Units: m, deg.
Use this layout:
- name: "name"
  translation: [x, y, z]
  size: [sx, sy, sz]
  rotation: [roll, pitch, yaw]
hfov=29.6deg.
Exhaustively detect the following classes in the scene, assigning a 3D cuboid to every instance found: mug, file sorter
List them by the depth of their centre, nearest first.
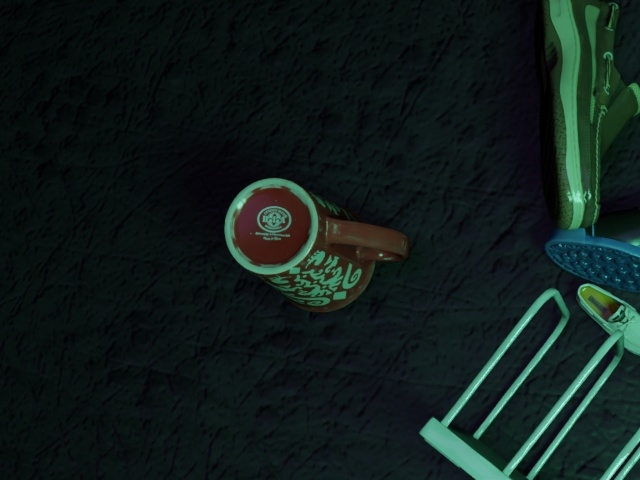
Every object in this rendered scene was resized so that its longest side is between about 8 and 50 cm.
- name: "file sorter"
  translation: [0.259, 0.191, 1.039]
  size: [0.277, 0.193, 0.173]
  rotation: [37, 89, 20]
- name: "mug"
  translation: [-0.006, -0.007, 1.170]
  size: [0.150, 0.169, 0.113]
  rotation: [-30, 71, 10]

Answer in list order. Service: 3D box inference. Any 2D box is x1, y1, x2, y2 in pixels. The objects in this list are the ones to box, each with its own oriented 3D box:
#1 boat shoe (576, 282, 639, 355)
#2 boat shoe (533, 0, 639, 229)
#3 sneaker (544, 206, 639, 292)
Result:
- name: "boat shoe"
  translation: [0.281, 0.074, 1.136]
  size: [0.100, 0.035, 0.035]
  rotation: [42, 93, 20]
- name: "boat shoe"
  translation: [0.257, -0.130, 1.137]
  size: [0.095, 0.095, 0.257]
  rotation: [1, 65, 2]
- name: "sneaker"
  translation: [0.329, -0.004, 1.122]
  size: [0.232, 0.081, 0.090]
  rotation: [8, 60, 24]
